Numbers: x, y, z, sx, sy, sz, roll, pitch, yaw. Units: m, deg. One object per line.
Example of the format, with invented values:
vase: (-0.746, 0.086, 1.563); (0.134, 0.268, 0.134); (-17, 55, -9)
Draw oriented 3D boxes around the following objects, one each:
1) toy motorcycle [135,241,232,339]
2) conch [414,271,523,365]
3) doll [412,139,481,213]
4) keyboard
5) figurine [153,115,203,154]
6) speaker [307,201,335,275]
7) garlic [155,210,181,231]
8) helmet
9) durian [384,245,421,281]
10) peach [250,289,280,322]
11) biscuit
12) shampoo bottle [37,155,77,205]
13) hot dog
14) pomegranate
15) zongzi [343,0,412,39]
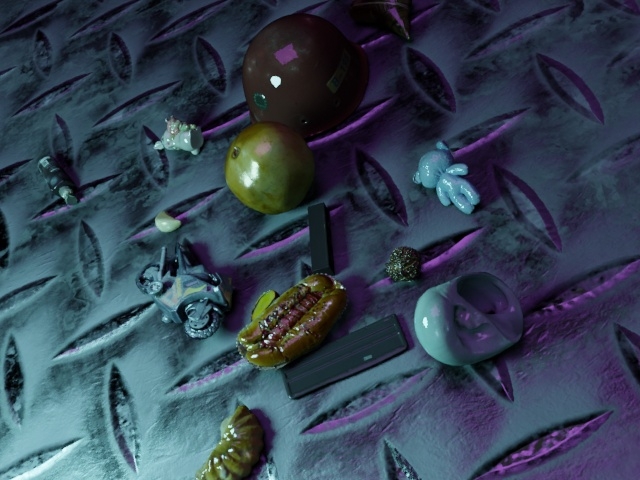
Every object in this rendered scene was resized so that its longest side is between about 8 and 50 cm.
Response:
toy motorcycle: (-0.305, 0.115, 2.005); (0.173, 0.108, 0.307); (-38, 48, -19)
conch: (0.285, 0.150, 1.680); (0.221, 0.185, 0.121); (3, 13, -20)
doll: (0.298, -0.136, 1.956); (0.180, 0.075, 0.120); (44, 110, 19)
keyboard: (0.094, 0.218, 1.800); (0.381, 0.041, 0.103); (-28, 50, 10)
figurine: (-0.392, -0.291, 2.356); (0.146, 0.081, 0.098); (11, 97, 30)
speaker: (0.000, 0.000, 1.996); (0.046, 0.040, 0.191); (-16, 51, 15)
garlic: (-0.396, -0.049, 2.205); (0.053, 0.041, 0.083); (-39, 42, -14)
helmet: (-0.063, -0.473, 2.258); (0.338, 0.230, 0.385); (13, 63, 31)
durian: (0.177, 0.050, 1.860); (0.091, 0.080, 0.080); (5, 57, 38)
peach: (-0.115, 0.159, 1.918); (0.077, 0.050, 0.083); (-22, 36, 37)
biscuit: (-0.180, 0.422, 1.744); (0.118, 0.061, 0.183); (17, 63, 31)
shampoo bottle: (-0.738, -0.167, 2.422); (0.057, 0.063, 0.207); (-46, 51, 1)
hot dog: (-0.055, 0.178, 1.852); (0.268, 0.075, 0.144); (-39, 60, -12)
pomegranate: (-0.125, -0.174, 2.057); (0.233, 0.233, 0.233); (-12, 52, 15)
zongzi: (0.159, -0.602, 2.362); (0.187, 0.084, 0.184); (-11, 61, 24)
